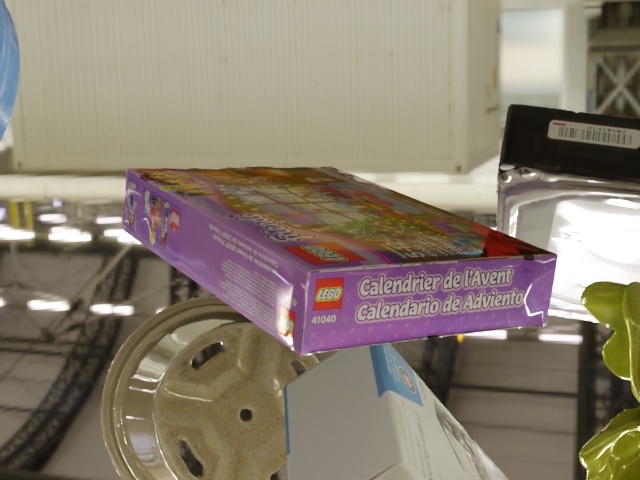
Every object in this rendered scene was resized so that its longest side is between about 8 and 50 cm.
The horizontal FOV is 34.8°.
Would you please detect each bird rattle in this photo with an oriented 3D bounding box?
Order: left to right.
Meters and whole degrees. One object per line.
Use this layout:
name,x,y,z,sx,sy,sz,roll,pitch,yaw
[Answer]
bird rattle,0.274,0.104,0.570,0.253,0.143,0.207,10,166,-6

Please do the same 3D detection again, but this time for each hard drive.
hard drive,0.270,0.000,0.888,0.236,0.064,0.339,9,161,11

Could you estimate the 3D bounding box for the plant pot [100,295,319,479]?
plant pot,-0.119,0.229,1.363,0.333,0.334,0.305,-4,173,-14

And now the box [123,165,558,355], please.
box,0.000,0.000,0.759,0.200,0.057,0.293,-4,-163,-32

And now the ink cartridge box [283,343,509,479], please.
ink cartridge box,0.106,0.276,1.043,0.129,0.307,0.223,-35,-155,13

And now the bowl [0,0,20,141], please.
bowl,-0.465,-0.138,0.966,0.390,0.391,0.077,1,156,17
